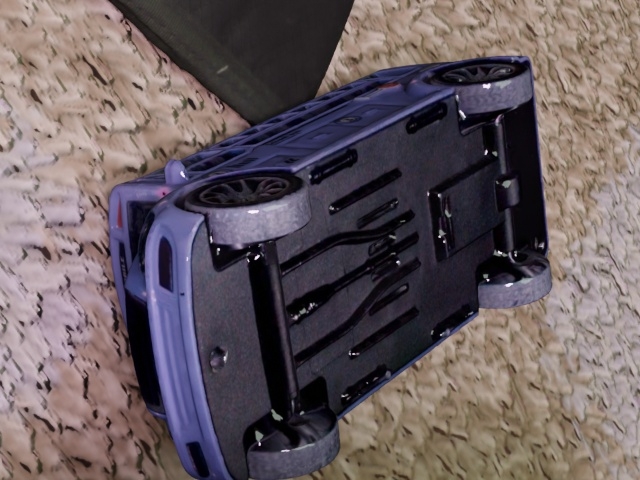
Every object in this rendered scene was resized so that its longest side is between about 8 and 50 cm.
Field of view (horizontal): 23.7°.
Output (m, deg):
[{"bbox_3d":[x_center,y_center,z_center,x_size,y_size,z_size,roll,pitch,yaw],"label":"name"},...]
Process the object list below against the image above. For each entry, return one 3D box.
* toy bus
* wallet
[{"bbox_3d":[0.000,0.000,0.726,0.292,0.133,0.125,-30,118,-49],"label":"toy bus"},{"bbox_3d":[-0.027,-0.190,0.802,0.168,0.052,0.245,41,61,-42],"label":"wallet"}]
